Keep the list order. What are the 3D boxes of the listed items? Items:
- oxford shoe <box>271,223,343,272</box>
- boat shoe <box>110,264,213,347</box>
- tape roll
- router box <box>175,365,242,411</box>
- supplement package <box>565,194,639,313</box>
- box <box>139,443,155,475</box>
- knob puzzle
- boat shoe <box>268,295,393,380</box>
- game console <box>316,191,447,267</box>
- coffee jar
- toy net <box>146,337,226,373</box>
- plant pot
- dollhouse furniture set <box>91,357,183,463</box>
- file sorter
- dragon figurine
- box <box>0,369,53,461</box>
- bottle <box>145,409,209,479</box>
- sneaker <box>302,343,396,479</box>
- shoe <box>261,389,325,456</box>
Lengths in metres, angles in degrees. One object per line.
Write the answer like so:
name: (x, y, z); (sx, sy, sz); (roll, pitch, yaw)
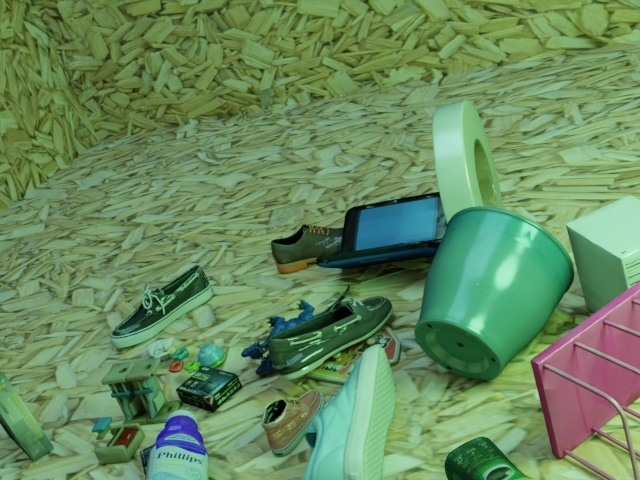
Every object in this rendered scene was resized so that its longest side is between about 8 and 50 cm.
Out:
oxford shoe: (0.000, 0.000, 2.426); (0.271, 0.098, 0.097); (-20, 24, 2)
boat shoe: (-0.428, 0.168, 2.409); (0.306, 0.105, 0.113); (-30, 26, -19)
tape roll: (0.340, -0.121, 2.056); (0.072, 0.392, 0.392); (-11, 26, 21)
router box: (-0.247, 0.326, 2.019); (0.122, 0.038, 0.092); (5, 34, 45)
supplement package: (0.591, 0.055, 1.715); (0.149, 0.203, 0.194); (-24, 25, -7)
box: (-0.331, 0.444, 1.865); (0.067, 0.018, 0.083); (-25, 24, -9)
knob puzzle: (0.087, 0.236, 1.952); (0.213, 0.030, 0.213); (-18, 24, 8)
boat shoe: (0.027, 0.182, 1.968); (0.335, 0.096, 0.112); (-30, 17, -34)
game console: (0.156, -0.031, 2.258); (0.293, 0.174, 0.250); (-10, -8, 24)
coffee jar: (0.277, 0.387, 1.426); (0.096, 0.079, 0.184); (-24, 23, -14)
toy net: (-0.338, 0.283, 2.180); (0.232, 0.045, 0.122); (-1, 33, 40)
plant pot: (0.315, 0.119, 1.766); (0.271, 0.272, 0.255); (3, 49, 42)
dollhouse furniture set: (-0.403, 0.362, 1.957); (0.128, 0.129, 0.184); (-11, 25, 21)
file sorter: (0.515, 0.223, 1.437); (0.290, 0.202, 0.182); (-31, 29, -21)
dragon figurine: (-0.040, 0.204, 2.050); (0.289, 0.085, 0.144); (-23, 24, -3)
box: (-0.709, 0.370, 2.060); (0.056, 0.231, 0.183); (-37, 28, -25)
bottle: (-0.271, 0.429, 1.739); (0.118, 0.092, 0.283); (12, 22, -10)
sneaker: (0.045, 0.321, 1.683); (0.150, 0.135, 0.366); (-9, 26, 18)
shoe: (-0.053, 0.334, 1.794); (0.063, 0.081, 0.178); (-3, 30, 35)
